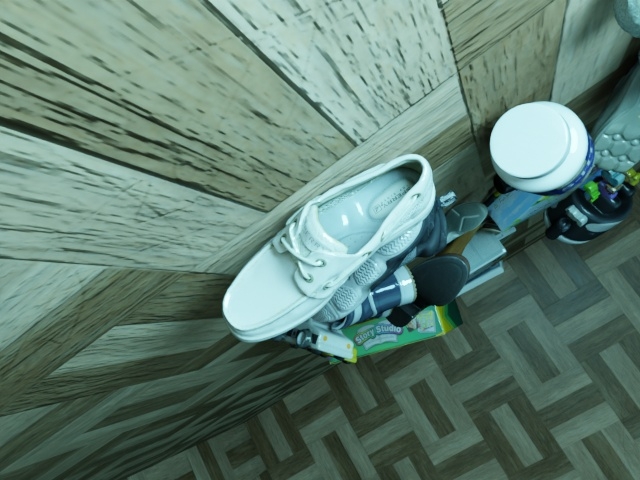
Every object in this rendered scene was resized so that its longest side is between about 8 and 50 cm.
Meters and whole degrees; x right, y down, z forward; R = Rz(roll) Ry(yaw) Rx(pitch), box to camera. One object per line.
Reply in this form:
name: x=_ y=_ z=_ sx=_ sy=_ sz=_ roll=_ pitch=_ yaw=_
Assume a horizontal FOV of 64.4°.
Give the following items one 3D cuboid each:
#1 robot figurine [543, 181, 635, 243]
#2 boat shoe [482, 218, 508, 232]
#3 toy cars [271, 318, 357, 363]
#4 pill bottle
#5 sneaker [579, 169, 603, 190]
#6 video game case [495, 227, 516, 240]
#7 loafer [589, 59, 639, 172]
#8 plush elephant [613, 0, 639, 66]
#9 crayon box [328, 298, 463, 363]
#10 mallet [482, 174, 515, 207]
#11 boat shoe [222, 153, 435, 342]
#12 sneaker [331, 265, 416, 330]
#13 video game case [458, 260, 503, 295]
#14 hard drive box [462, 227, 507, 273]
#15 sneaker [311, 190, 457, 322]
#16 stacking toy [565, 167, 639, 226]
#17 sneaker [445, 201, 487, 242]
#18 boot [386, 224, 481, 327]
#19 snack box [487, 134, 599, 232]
robot figurine: x=0.739 y=-0.097 z=1.418 sx=0.209 sy=0.173 sz=0.278 roll=1 pitch=161 yaw=-1
boat shoe: x=0.445 y=-0.044 z=1.275 sx=0.137 sy=0.049 sz=0.043 roll=-6 pitch=108 yaw=-51
toy cars: x=-0.003 y=0.196 z=1.073 sx=0.393 sy=0.176 sz=0.087 roll=69 pitch=36 yaw=-74
pill bottle: x=0.281 y=-0.115 z=0.647 sx=0.112 sy=0.112 sz=0.187 roll=-40 pitch=162 yaw=28
sneaker: x=0.679 y=-0.174 z=1.234 sx=0.209 sy=0.082 sz=0.069 roll=-24 pitch=161 yaw=-27
video game case: x=0.544 y=0.037 z=1.724 sx=0.193 sy=0.023 sz=0.212 roll=-28 pitch=163 yaw=-10
loafer: x=0.489 y=-0.230 z=0.728 sx=0.319 sy=0.112 sz=0.111 roll=107 pitch=8 yaw=-61
plush elephant: x=0.484 y=-0.210 z=0.442 sx=0.330 sy=0.255 sz=0.272 roll=-40 pitch=157 yaw=23
crayon box: x=0.235 y=0.278 z=1.596 sx=0.363 sy=0.106 sz=0.313 roll=-21 pitch=170 yaw=22
mallet: x=0.347 y=-0.096 z=0.967 sx=0.062 sy=0.039 sz=0.189 roll=-28 pitch=168 yaw=1
boat shoe: x=0.000 y=0.000 z=0.532 sx=0.277 sy=0.098 sz=0.096 roll=-40 pitch=163 yaw=-1
sneaker: x=0.068 y=0.116 z=0.989 sx=0.153 sy=0.099 sz=0.282 roll=-17 pitch=169 yaw=-13
video game case: x=0.471 y=0.097 z=1.567 sx=0.190 sy=0.022 sz=0.173 roll=-34 pitch=-170 yaw=26
hard drive box: x=0.397 y=0.065 z=1.430 sx=0.232 sy=0.089 sz=0.181 roll=-34 pitch=163 yaw=14
sneaker: x=0.082 y=0.022 z=0.714 sx=0.153 sy=0.101 sz=0.268 roll=-12 pitch=153 yaw=-42
stacking toy: x=0.618 y=-0.127 z=1.088 sx=0.167 sy=0.052 sz=0.221 roll=-40 pitch=155 yaw=5
sneaker: x=0.263 y=-0.036 z=0.970 sx=0.061 sy=0.053 sz=0.152 roll=-26 pitch=172 yaw=-35
boot: x=0.279 y=0.046 z=1.076 sx=0.280 sy=0.096 sz=0.264 roll=-39 pitch=163 yaw=-36
snack box: x=0.470 y=-0.118 z=1.047 sx=0.207 sy=0.070 sz=0.174 roll=-24 pitch=161 yaw=-21
